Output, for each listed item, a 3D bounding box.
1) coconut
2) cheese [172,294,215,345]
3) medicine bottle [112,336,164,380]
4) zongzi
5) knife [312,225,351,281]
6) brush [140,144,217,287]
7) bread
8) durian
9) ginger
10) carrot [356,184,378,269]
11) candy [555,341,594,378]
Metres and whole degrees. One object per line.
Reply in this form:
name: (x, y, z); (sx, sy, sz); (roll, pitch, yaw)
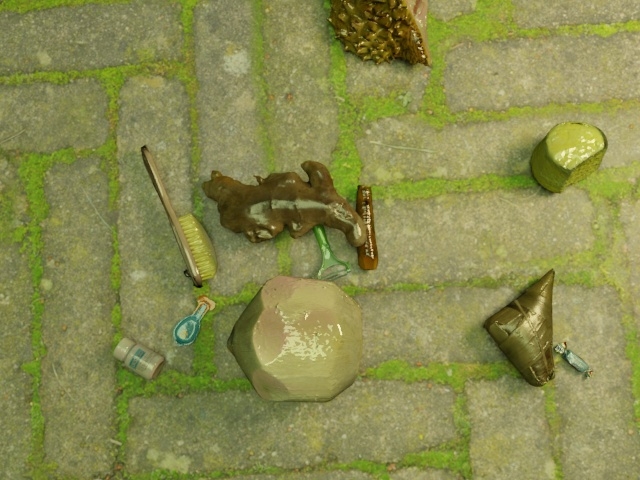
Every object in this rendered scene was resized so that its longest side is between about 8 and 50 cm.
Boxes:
coconut: (-0.049, 0.174, 1.160); (0.231, 0.227, 0.226); (7, 82, -6)
cheese: (-0.249, 0.158, 1.272); (0.047, 0.017, 0.111); (35, 85, 4)
medicine bottle: (-0.349, 0.226, 1.249); (0.089, 0.052, 0.052); (29, 85, 7)
zongzi: (0.415, 0.167, 1.213); (0.176, 0.078, 0.160); (-36, 88, -11)
knife: (0.000, 0.001, 1.278); (0.078, 0.022, 0.166); (-20, 75, 0)
brush: (-0.278, -0.055, 1.288); (0.067, 0.072, 0.312); (-21, 77, -23)
bread: (0.469, -0.165, 1.235); (0.129, 0.114, 0.111); (-38, 75, -6)
durian: (0.107, -0.484, 1.309); (0.196, 0.186, 0.304); (-6, 90, 25)
ginger: (-0.076, -0.075, 1.254); (0.333, 0.080, 0.166); (2, 87, 13)
carrot: (0.090, -0.027, 1.271); (0.042, 0.042, 0.170); (-2, 80, 3)
candy: (0.480, 0.224, 1.224); (0.083, 0.020, 0.030); (39, 87, 7)
